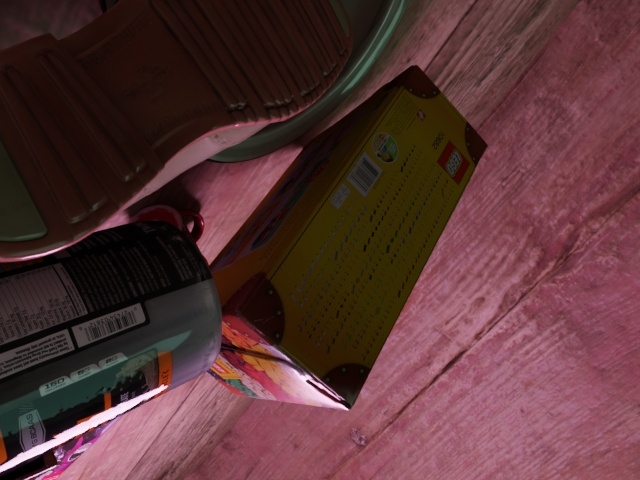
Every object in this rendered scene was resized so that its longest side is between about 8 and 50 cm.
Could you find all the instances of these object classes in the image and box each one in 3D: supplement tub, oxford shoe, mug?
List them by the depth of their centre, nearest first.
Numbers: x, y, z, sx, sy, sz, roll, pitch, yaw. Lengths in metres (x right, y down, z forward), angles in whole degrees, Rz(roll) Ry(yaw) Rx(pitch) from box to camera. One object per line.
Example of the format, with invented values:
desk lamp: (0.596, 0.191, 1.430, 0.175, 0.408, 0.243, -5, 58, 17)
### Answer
oxford shoe: (-0.126, -0.123, 0.407, 0.397, 0.140, 0.147, -40, -164, -35)
supplement tub: (-0.291, 0.110, 0.520, 0.338, 0.207, 0.207, -20, 150, -41)
mug: (-0.269, 0.006, 0.879, 0.113, 0.150, 0.169, -6, 150, -3)

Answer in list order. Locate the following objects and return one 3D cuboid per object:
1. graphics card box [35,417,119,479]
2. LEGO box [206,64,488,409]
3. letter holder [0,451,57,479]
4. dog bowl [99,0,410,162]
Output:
graphics card box: (-0.587, 0.428, 1.063, 0.371, 0.094, 0.233, -44, 162, -7)
LEGO box: (0.000, 0.000, 0.831, 0.372, 0.193, 0.500, -22, -151, 57)
letter holder: (-0.558, 0.327, 0.678, 0.302, 0.152, 0.214, -34, 167, 26)
dog bowl: (-0.061, -0.294, 0.567, 0.408, 0.150, 0.408, -41, 162, -17)
